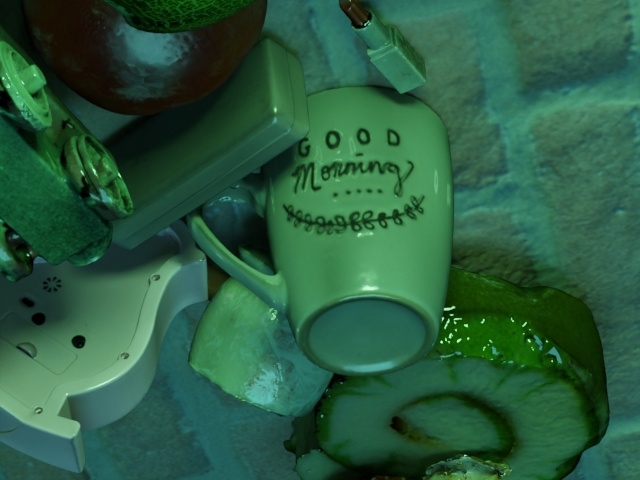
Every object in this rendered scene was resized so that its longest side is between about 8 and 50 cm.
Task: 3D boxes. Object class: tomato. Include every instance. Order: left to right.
[{"bbox_3d":[-0.159,-0.185,1.745,0.199,0.112,0.228,28,129,-30],"label":"tomato"}]

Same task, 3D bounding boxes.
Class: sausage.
[{"bbox_3d":[-0.114,0.046,2.092,0.083,0.034,0.034,30,131,-33],"label":"sausage"}]

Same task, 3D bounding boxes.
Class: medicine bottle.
[{"bbox_3d":[-0.045,0.088,2.029,0.147,0.147,0.143,22,97,-28],"label":"medicine bottle"}]

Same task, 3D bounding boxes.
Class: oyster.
[{"bbox_3d":[0.159,0.255,2.172,0.093,0.034,0.051,9,127,1],"label":"oyster"}]

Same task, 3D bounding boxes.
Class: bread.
[{"bbox_3d":[0.126,0.171,2.190,0.382,0.129,0.366,-22,140,23],"label":"bread"}]

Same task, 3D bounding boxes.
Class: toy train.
[{"bbox_3d":[-0.287,-0.107,1.740,0.150,0.221,0.304,-31,138,6],"label":"toy train"}]

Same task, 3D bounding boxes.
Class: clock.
[{"bbox_3d":[-0.279,0.059,1.994,0.290,0.275,0.080,28,149,20],"label":"clock"}]

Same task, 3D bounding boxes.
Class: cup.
[{"bbox_3d":[0.000,0.000,1.889,0.258,0.234,0.186,-1,141,1],"label":"cup"}]

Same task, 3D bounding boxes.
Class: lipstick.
[{"bbox_3d":[0.051,-0.185,1.820,0.030,0.030,0.129,-23,137,23],"label":"lipstick"}]

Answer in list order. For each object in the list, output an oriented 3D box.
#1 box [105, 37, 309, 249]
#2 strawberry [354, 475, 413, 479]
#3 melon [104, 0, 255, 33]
[{"bbox_3d":[-0.116,-0.088,1.869,0.243,0.103,0.055,-31,139,30],"label":"box"},{"bbox_3d":[0.057,0.310,2.192,0.236,0.107,0.175,-12,-179,17],"label":"strawberry"},{"bbox_3d":[-0.096,-0.241,1.568,0.129,0.169,0.265,27,177,36],"label":"melon"}]
